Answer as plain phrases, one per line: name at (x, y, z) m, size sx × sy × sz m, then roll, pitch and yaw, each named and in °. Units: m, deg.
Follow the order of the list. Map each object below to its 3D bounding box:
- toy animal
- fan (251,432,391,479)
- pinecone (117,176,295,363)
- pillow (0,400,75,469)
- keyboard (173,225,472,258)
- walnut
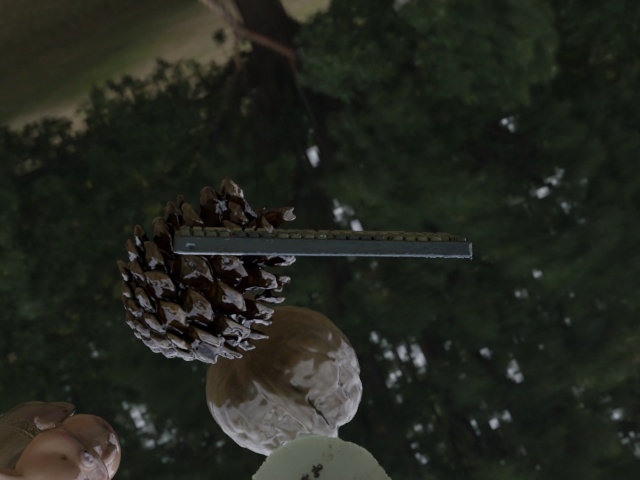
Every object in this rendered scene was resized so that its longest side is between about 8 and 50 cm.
toy animal at (-0.223, 0.203, 1.020) m, size 0.089 × 0.083 × 0.150 m, roll -65°, pitch 169°, yaw 19°
fan at (0.042, 0.353, 1.203) m, size 0.191 × 0.329 × 0.009 m, roll -45°, pitch 158°, yaw 8°
pinecone at (-0.123, 0.031, 1.246) m, size 0.204 × 0.184 × 0.179 m, roll -65°, pitch -170°, yaw 8°
pillow at (-0.339, 0.233, 1.103) m, size 0.130 × 0.038 × 0.233 m, roll -1°, pitch -144°, yaw 48°
keyboard at (0.000, 0.001, 0.691) m, size 0.176 × 0.014 × 0.055 m, roll 1°, pitch -175°, yaw -7°
walnut at (-0.061, 0.223, 1.820) m, size 0.248 × 0.248 × 0.248 m, roll -24°, pitch -173°, yaw 3°
